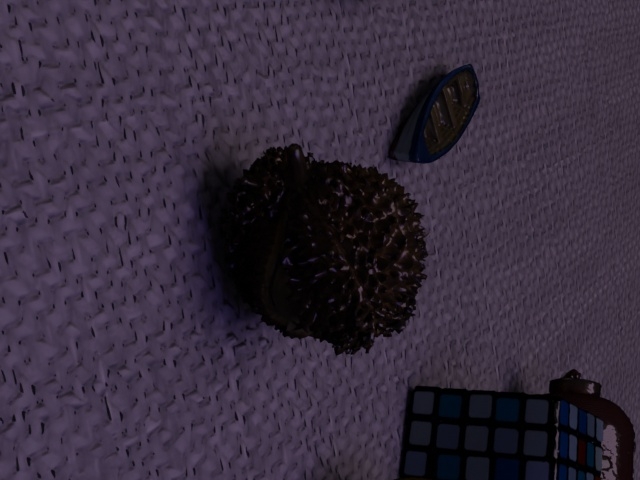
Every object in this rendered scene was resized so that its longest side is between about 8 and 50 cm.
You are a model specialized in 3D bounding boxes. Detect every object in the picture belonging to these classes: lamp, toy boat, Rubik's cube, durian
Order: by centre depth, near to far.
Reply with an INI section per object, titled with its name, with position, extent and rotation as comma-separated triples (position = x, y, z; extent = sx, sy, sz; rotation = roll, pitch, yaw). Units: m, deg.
[durian]
position = 0.000, 0.000, 0.942
extent = 0.167, 0.196, 0.196
rotation = -55, 133, -44
[Rubik's cube]
position = 0.213, 0.276, 1.277
extent = 0.182, 0.187, 0.184
rotation = 32, 62, -54
[toy boat]
position = 0.139, -0.145, 1.327
extent = 0.229, 0.046, 0.080
rotation = -51, 130, -48
[lamp]
position = 0.345, 0.308, 1.504
extent = 0.180, 0.180, 0.258
rotation = 30, 64, -55

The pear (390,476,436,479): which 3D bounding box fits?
[pear]
position = 0.092, 0.325, 1.051
extent = 0.209, 0.209, 0.209
rotation = 9, 80, -59
